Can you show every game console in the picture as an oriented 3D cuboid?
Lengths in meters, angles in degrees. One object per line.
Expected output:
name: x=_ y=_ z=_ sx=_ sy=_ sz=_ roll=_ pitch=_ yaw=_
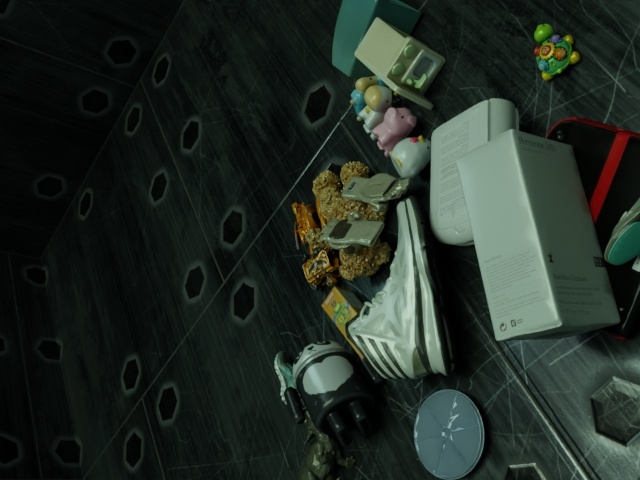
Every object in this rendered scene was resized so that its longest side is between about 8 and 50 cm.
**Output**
game console: x=0.555 y=-0.039 z=1.529 sx=0.342 sy=0.060 sz=0.387 roll=32 pitch=110 yaw=48

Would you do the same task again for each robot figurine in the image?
robot figurine: x=0.000 y=0.000 z=2.171 sx=0.211 sy=0.085 sz=0.291 roll=-35 pitch=53 yaw=39
robot figurine: x=0.034 y=0.385 z=1.936 sx=0.174 sy=0.209 sz=0.278 roll=-64 pitch=37 yaw=31

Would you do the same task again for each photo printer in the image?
photo printer: x=0.355 y=-0.144 z=1.745 sx=0.256 sy=0.107 sz=0.308 roll=153 pitch=123 yaw=-62

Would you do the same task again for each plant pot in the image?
plant pot: x=0.137 y=-0.585 z=2.142 sx=0.166 sy=0.165 sz=0.234 roll=49 pitch=124 yaw=45

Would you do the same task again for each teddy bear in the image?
teddy bear: x=0.076 y=-0.065 z=2.045 sx=0.245 sy=0.113 sz=0.338 roll=-1 pitch=68 yaw=13

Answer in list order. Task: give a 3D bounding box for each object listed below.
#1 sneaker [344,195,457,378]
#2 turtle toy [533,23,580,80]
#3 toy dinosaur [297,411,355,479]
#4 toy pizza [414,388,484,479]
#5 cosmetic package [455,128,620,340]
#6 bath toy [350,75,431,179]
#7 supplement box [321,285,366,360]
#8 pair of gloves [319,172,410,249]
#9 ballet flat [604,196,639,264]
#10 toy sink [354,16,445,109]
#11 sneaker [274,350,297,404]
sneaker: x=0.166 y=0.118 z=1.814 sx=0.257 sy=0.169 sz=0.448 roll=-13 pitch=68 yaw=21
turtle toy: x=0.525 y=-0.434 z=1.706 sx=0.095 sy=0.066 sz=0.130 roll=-33 pitch=55 yaw=39
toy dinosaur: x=-0.004 y=0.603 z=1.987 sx=0.160 sy=0.121 sz=0.314 roll=12 pitch=92 yaw=62
toy pizza: x=0.298 y=0.445 z=1.722 sx=0.201 sy=0.032 sz=0.201 roll=-18 pitch=65 yaw=44
cosmetic package: x=0.423 y=-0.004 z=1.473 sx=0.156 sy=0.217 sz=0.385 roll=-26 pitch=68 yaw=47
bath toy: x=0.200 y=-0.311 z=2.012 sx=0.129 sy=0.151 sz=0.348 roll=-28 pitch=50 yaw=-1
supplement box: x=0.096 y=0.221 z=1.995 sx=0.078 sy=0.080 sz=0.233 roll=-58 pitch=40 yaw=16
pair of gloves: x=0.112 y=-0.072 z=1.931 sx=0.204 sy=0.042 sz=0.240 roll=-1 pitch=51 yaw=46
ballet flat: x=0.601 y=-0.047 z=1.389 sx=0.213 sy=0.072 sz=0.068 roll=-57 pitch=19 yaw=28
toy sink: x=0.227 y=-0.478 z=2.004 sx=0.131 sy=0.152 sz=0.234 roll=-56 pitch=42 yaw=20
sneaker: x=-0.081 y=0.393 z=2.174 sx=0.076 sy=0.065 sz=0.167 roll=-29 pitch=59 yaw=21
